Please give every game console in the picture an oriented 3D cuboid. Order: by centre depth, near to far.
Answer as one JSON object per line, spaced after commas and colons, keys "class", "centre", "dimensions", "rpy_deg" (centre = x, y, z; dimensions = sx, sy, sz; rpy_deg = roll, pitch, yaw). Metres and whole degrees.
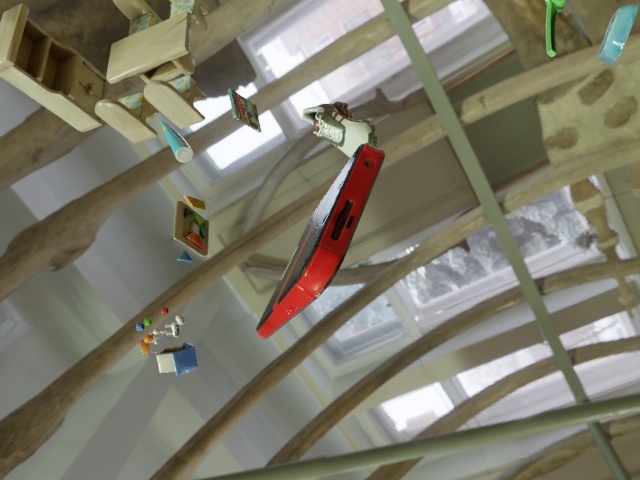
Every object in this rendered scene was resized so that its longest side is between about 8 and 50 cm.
{"class": "game console", "centre": [0.000, 0.000, 0.995], "dimensions": [0.060, 0.342, 0.386], "rpy_deg": [29, -126, -6]}

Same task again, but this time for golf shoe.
{"class": "golf shoe", "centre": [0.046, -0.264, 1.164], "dimensions": [0.273, 0.120, 0.105], "rpy_deg": [-125, 39, -50]}

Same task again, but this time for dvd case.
{"class": "dvd case", "centre": [-0.203, -0.349, 1.268], "dimensions": [0.119, 0.013, 0.087], "rpy_deg": [14, -121, -62]}

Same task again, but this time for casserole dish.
{"class": "casserole dish", "centre": [0.650, -0.452, 1.033], "dimensions": [0.188, 0.037, 0.114], "rpy_deg": [-28, -46, -63]}

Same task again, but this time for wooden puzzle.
{"class": "wooden puzzle", "centre": [-0.193, -0.019, 0.711], "dimensions": [0.078, 0.014, 0.116], "rpy_deg": [34, -135, -60]}

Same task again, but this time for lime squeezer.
{"class": "lime squeezer", "centre": [0.456, -0.468, 0.847], "dimensions": [0.059, 0.310, 0.110], "rpy_deg": [24, -175, -39]}

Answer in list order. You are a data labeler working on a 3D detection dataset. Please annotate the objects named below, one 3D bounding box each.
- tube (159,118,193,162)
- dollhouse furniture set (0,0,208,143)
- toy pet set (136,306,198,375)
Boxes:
{"class": "tube", "centre": [-0.445, -0.309, 1.447], "dimensions": [0.207, 0.052, 0.080], "rpy_deg": [51, 176, 44]}
{"class": "dollhouse furniture set", "centre": [-0.489, -0.437, 1.077], "dimensions": [0.256, 0.395, 0.361], "rpy_deg": [43, -142, -59]}
{"class": "toy pet set", "centre": [-0.264, 0.183, 0.846], "dimensions": [0.122, 0.065, 0.114], "rpy_deg": [-63, -35, -82]}
